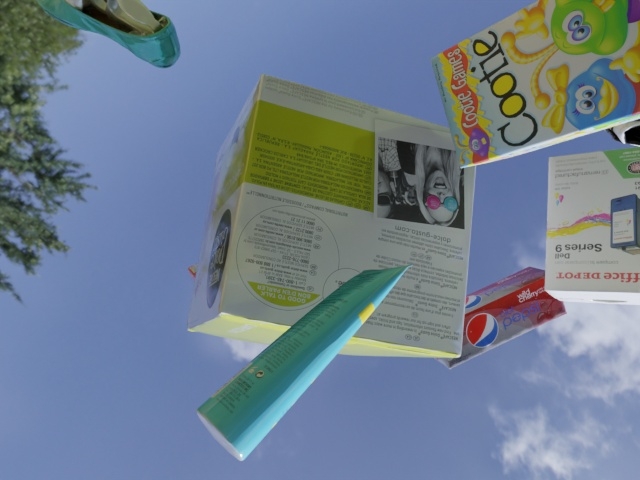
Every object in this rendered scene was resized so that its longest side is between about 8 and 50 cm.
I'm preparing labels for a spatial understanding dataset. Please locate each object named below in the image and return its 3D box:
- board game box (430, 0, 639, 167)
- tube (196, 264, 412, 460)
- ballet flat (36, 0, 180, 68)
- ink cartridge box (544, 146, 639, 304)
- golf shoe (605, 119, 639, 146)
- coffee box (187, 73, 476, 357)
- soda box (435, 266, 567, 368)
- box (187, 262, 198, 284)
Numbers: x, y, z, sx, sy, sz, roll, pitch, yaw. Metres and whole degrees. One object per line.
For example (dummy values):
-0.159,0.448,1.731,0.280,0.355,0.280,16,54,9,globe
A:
0.281,-0.187,0.595,0.142,0.144,0.275,-17,-178,-37,board game box
-0.010,0.086,0.464,0.207,0.052,0.080,-42,-162,-25,tube
-0.321,-0.353,0.841,0.247,0.087,0.083,28,-124,4,ballet flat
0.418,-0.018,0.804,0.154,0.093,0.212,-1,-104,36,ink cartridge box
0.537,-0.225,0.998,0.198,0.077,0.094,30,-141,23,golf shoe
0.000,0.000,0.878,0.338,0.339,0.334,151,-51,-67,coffee box
0.330,0.143,1.065,0.264,0.092,0.083,-22,-170,-10,soda box
-0.168,0.086,1.421,0.300,0.142,0.154,-24,-163,-18,box
